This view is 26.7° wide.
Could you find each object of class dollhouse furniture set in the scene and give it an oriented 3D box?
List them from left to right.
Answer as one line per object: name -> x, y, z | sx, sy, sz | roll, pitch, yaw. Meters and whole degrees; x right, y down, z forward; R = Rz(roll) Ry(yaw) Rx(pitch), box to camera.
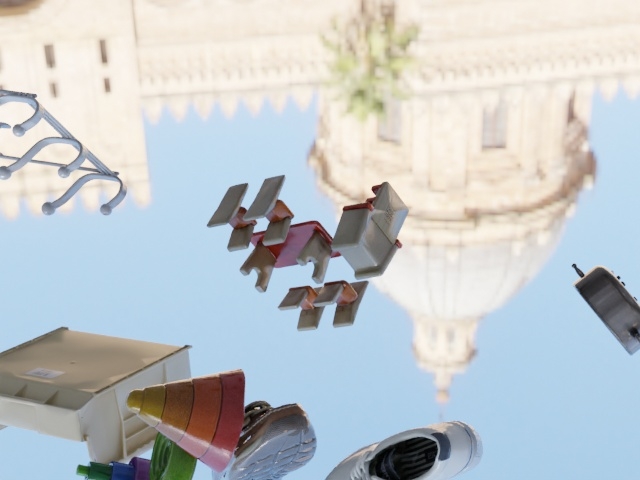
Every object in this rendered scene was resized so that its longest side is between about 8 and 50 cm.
dollhouse furniture set -> 0.000, 0.000, 2.102 | 0.259, 0.262, 0.135 | -10, -138, 38

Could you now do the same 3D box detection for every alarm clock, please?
alarm clock -> 0.420, 0.104, 1.873 | 0.064, 0.129, 0.192 | -38, -151, 9

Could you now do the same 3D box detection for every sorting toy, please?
sorting toy -> -0.211, 0.242, 1.617 | 0.126, 0.365, 0.127 | 16, -121, -21

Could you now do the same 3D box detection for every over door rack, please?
over door rack -> -0.464, -0.146, 1.965 | 0.324, 0.239, 0.108 | 23, -106, 35

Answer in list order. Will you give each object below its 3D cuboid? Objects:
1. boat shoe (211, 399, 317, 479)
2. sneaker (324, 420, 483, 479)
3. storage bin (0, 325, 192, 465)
boat shoe -> -0.097, 0.286, 1.899 | 0.123, 0.324, 0.116 | -7, -113, -24
sneaker -> 0.080, 0.288, 1.703 | 0.091, 0.258, 0.094 | 14, -128, -47
storage bin -> -0.357, 0.232, 1.973 | 0.262, 0.123, 0.260 | 6, -163, 31
